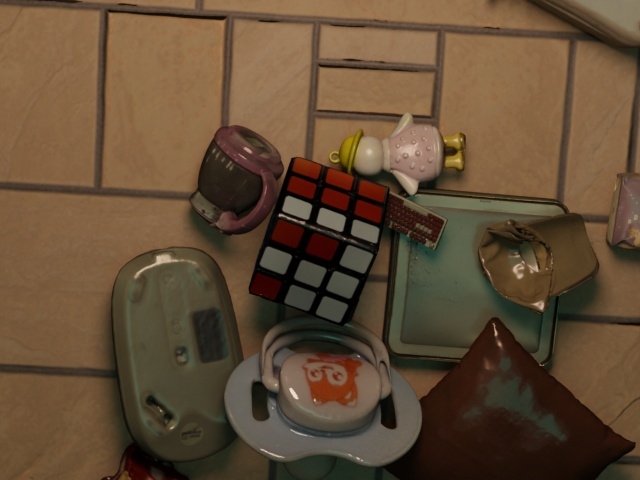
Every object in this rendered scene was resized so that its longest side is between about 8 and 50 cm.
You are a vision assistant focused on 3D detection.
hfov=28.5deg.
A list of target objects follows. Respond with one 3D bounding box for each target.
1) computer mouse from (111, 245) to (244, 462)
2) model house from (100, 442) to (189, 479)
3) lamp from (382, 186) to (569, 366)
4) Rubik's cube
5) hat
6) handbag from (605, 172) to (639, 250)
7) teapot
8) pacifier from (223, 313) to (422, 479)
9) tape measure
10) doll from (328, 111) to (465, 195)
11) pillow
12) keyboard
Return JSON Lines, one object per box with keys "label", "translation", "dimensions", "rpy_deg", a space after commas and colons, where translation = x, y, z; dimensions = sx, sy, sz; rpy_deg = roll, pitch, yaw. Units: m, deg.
{"label": "computer mouse", "translation": [-0.216, 0.174, 1.918], "dimensions": [0.197, 0.095, 0.331], "rpy_deg": [-8, 92, -21]}
{"label": "model house", "translation": [-0.275, 0.449, 1.878], "dimensions": [0.160, 0.254, 0.196], "rpy_deg": [34, 96, -10]}
{"label": "lamp", "translation": [0.238, 0.059, 1.942], "dimensions": [0.269, 0.047, 0.266], "rpy_deg": [5, 98, -3]}
{"label": "Rubik's cube", "translation": [0.000, 0.000, 1.842], "dimensions": [0.163, 0.160, 0.162], "rpy_deg": [20, 127, -5]}
{"label": "hat", "translation": [0.332, 0.031, 1.893], "dimensions": [0.175, 0.085, 0.147], "rpy_deg": [-15, 88, -26]}
{"label": "handbag", "translation": [0.530, -0.037, 1.916], "dimensions": [0.173, 0.095, 0.117], "rpy_deg": [7, 101, 0]}
{"label": "teapot", "translation": [-0.121, -0.080, 1.876], "dimensions": [0.148, 0.116, 0.146], "rpy_deg": [39, 109, 14]}
{"label": "pacifier", "translation": [-0.005, 0.270, 1.913], "dimensions": [0.299, 0.244, 0.233], "rpy_deg": [6, 129, -10]}
{"label": "tape measure", "translation": [0.413, -0.418, 1.840], "dimensions": [0.258, 0.130, 0.265], "rpy_deg": [27, 96, -3]}
{"label": "doll", "translation": [0.116, -0.129, 1.893], "dimensions": [0.207, 0.081, 0.129], "rpy_deg": [-2, 80, 1]}
{"label": "pillow", "translation": [0.271, 0.317, 1.939], "dimensions": [0.305, 0.108, 0.308], "rpy_deg": [43, 104, -7]}
{"label": "keyboard", "translation": [0.111, -0.042, 1.896], "dimensions": [0.166, 0.017, 0.055], "rpy_deg": [28, 109, 24]}
